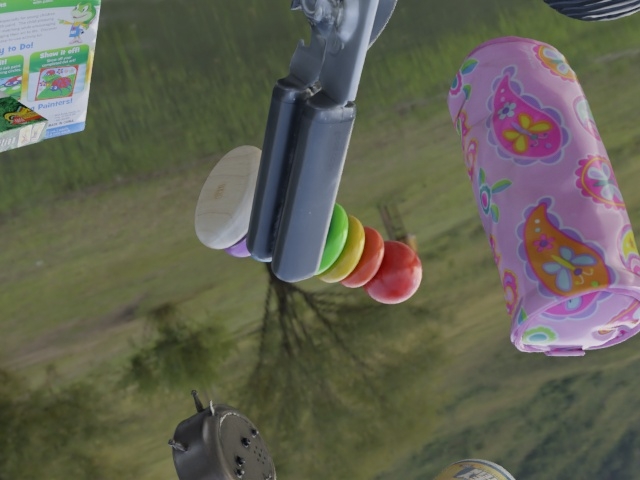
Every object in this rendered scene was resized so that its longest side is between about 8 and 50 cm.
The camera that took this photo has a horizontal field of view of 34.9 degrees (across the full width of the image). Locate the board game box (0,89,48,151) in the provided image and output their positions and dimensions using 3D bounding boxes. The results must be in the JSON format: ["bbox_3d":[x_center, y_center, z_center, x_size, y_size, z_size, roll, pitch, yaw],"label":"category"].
[{"bbox_3d":[-0.368,-0.106,0.880,0.030,0.136,0.259,-61,169,24],"label":"board game box"}]

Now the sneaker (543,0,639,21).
[{"bbox_3d":[0.179,-0.313,0.735,0.122,0.330,0.146,-6,-132,29],"label":"sneaker"}]

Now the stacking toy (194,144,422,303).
[{"bbox_3d":[0.000,0.000,1.371,0.330,0.141,0.141,26,149,-31],"label":"stacking toy"}]

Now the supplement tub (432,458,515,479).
[{"bbox_3d":[0.188,0.389,1.375,0.144,0.144,0.199,-22,176,25],"label":"supplement tub"}]

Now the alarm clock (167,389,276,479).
[{"bbox_3d":[-0.091,0.261,1.133,0.064,0.192,0.129,-28,-163,17],"label":"alarm clock"}]

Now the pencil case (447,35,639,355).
[{"bbox_3d":[0.191,-0.042,0.881,0.124,0.284,0.124,-8,147,-5],"label":"pencil case"}]

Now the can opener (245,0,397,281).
[{"bbox_3d":[0.011,-0.103,0.827,0.095,0.283,0.076,-14,-142,-39],"label":"can opener"}]

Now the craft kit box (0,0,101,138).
[{"bbox_3d":[-0.373,-0.202,1.128,0.250,0.061,0.246,-18,150,-34],"label":"craft kit box"}]
